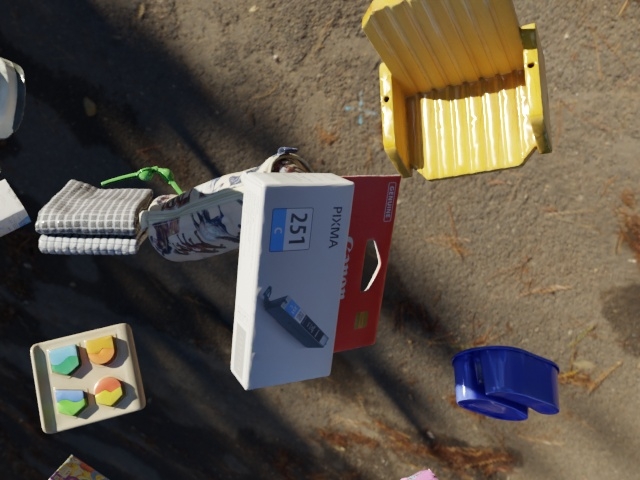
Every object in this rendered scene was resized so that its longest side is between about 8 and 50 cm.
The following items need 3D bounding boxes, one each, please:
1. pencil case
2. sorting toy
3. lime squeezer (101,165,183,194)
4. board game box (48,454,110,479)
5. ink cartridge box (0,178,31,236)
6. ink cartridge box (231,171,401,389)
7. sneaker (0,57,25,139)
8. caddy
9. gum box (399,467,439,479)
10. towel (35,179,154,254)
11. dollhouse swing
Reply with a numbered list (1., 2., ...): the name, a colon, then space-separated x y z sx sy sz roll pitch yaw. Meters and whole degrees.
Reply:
1. pencil case: -0.193 -0.063 1.265 0.411 0.159 0.184 -14 150 36
2. sorting toy: -0.495 0.290 1.297 0.038 0.208 0.192 125 131 -69
3. lime squeezer: -0.556 -0.193 2.013 0.311 0.109 0.059 13 175 -1
4. board game box: -0.559 0.682 1.490 0.275 0.142 0.144 36 -178 -3
5. ink cartridge box: -0.772 -0.058 1.416 0.090 0.143 0.092 54 157 6
6. ink cartridge box: 0.010 0.052 0.878 0.066 0.261 0.296 32 121 54
7. sneaker: -0.653 -0.254 0.921 0.411 0.182 0.157 8 89 22
8. caddy: 0.543 0.401 1.777 0.341 0.179 0.241 23 144 -28
9. gum box: 0.095 0.295 0.501 0.188 0.107 0.062 50 144 36
10. towel: -0.549 -0.063 1.520 0.235 0.283 0.121 -1 112 -6
11. dollhouse swing: 0.274 -0.322 1.275 0.347 0.305 0.314 -6 79 27
